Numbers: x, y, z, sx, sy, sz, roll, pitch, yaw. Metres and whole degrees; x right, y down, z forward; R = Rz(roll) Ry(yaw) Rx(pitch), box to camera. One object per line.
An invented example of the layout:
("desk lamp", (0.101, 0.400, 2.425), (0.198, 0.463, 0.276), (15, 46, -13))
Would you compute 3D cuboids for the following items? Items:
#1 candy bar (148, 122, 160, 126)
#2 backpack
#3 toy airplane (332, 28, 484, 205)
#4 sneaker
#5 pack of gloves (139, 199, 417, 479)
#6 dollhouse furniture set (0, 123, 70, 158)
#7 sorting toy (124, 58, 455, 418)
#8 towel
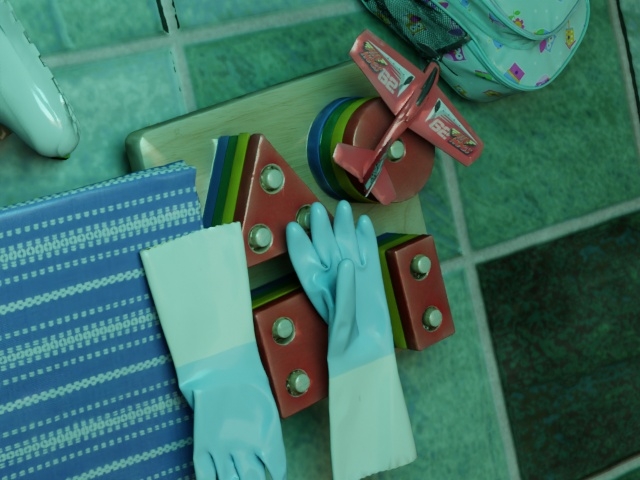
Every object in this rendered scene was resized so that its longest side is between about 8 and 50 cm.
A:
("candy bar", (-0.091, -0.035, 1.172), (0.161, 0.018, 0.040), (42, 67, -25))
("backpack", (0.153, -0.220, 1.266), (0.188, 0.144, 0.166), (49, 59, -25))
("toy airplane", (0.064, -0.091, 1.139), (0.151, 0.028, 0.151), (4, 84, -34))
("sneaker", (-0.258, -0.139, 0.998), (0.095, 0.090, 0.235), (-37, 77, -13))
("pack of gloves", (-0.016, 0.092, 1.078), (0.195, 0.046, 0.232), (-18, 103, -29))
("dollhouse furniture set", (-0.260, -0.091, 1.062), (0.152, 0.058, 0.076), (6, 93, -14))
("sorting toy", (0.000, 0.000, 1.168), (0.257, 0.089, 0.255), (-23, 106, -33))
("towel", (-0.180, 0.124, 1.053), (0.243, 0.040, 0.336), (-17, 113, -30))
